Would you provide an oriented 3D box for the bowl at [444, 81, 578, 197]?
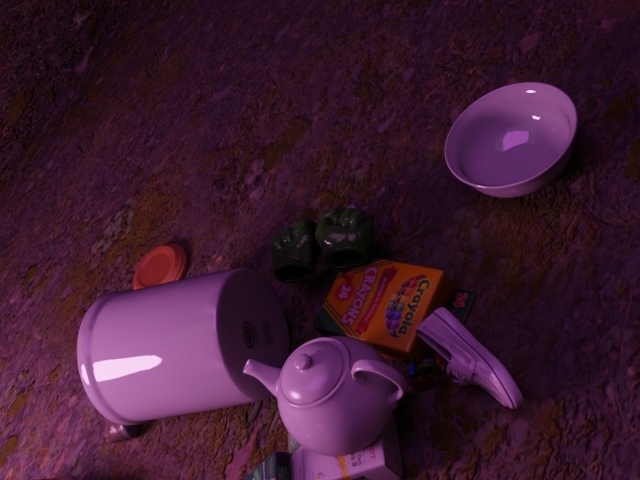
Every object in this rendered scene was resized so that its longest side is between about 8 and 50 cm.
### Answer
[{"bbox_3d":[0.442,-0.202,1.586,0.297,0.134,0.298,-20,48,24],"label":"bowl"}]

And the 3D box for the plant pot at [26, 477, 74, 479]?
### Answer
[{"bbox_3d":[-0.690,0.684,1.653,0.243,0.275,0.275,-18,48,10],"label":"plant pot"}]

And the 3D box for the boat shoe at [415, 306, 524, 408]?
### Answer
[{"bbox_3d":[0.284,0.241,1.373,0.084,0.095,0.258,-35,47,-9],"label":"boat shoe"}]

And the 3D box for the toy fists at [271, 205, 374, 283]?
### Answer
[{"bbox_3d":[0.000,0.000,1.674,0.279,0.096,0.142,-18,45,31],"label":"toy fists"}]

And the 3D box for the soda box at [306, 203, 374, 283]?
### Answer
[{"bbox_3d":[0.024,0.008,1.775,0.216,0.069,0.074,-36,44,6],"label":"soda box"}]

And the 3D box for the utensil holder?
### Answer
[{"bbox_3d":[-0.312,0.246,1.653,0.385,0.327,0.328,-14,51,26],"label":"utensil holder"}]

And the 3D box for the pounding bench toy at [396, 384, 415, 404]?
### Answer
[{"bbox_3d":[0.151,0.302,1.469,0.083,0.052,0.065,-27,46,17],"label":"pounding bench toy"}]

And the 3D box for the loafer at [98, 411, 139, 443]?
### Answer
[{"bbox_3d":[-0.548,0.423,1.852,0.087,0.094,0.251,-33,44,4],"label":"loafer"}]

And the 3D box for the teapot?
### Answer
[{"bbox_3d":[0.015,0.278,1.361,0.256,0.187,0.252,-37,38,0],"label":"teapot"}]

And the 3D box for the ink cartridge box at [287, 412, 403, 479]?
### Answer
[{"bbox_3d":[0.047,0.423,1.422,0.212,0.093,0.154,-22,46,18],"label":"ink cartridge box"}]

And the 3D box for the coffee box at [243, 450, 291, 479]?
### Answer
[{"bbox_3d":[-0.112,0.516,1.438,0.184,0.040,0.113,-52,32,45],"label":"coffee box"}]

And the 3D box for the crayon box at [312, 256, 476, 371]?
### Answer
[{"bbox_3d":[0.159,0.151,1.559,0.318,0.081,0.202,9,63,39],"label":"crayon box"}]

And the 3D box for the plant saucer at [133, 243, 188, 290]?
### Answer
[{"bbox_3d":[-0.483,0.090,2.102,0.200,0.037,0.200,-19,49,23],"label":"plant saucer"}]

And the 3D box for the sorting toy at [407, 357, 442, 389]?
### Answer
[{"bbox_3d":[0.207,0.261,1.429,0.061,0.102,0.042,14,49,-6],"label":"sorting toy"}]
